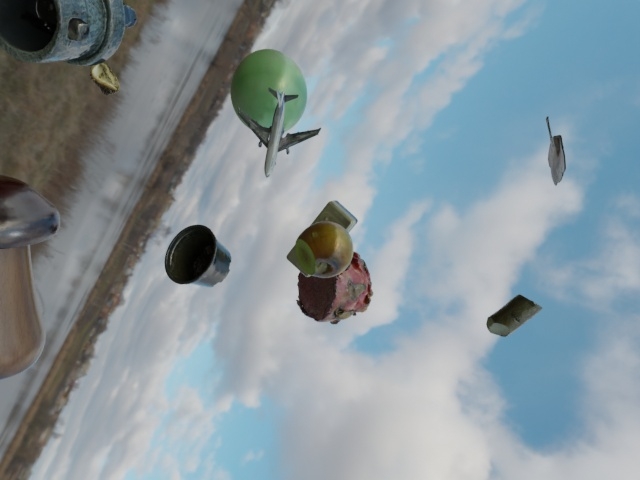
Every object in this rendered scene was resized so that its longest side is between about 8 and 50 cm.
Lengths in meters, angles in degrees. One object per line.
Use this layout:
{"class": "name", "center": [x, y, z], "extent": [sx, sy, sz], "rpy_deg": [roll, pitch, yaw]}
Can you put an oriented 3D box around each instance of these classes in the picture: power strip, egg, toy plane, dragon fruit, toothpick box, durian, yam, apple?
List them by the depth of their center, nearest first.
{"class": "toothpick box", "center": [-0.496, 0.050, 0.751], "extent": [0.192, 0.192, 0.294], "rpy_deg": [-132, -131, -68]}
{"class": "toy plane", "center": [-0.112, -0.268, 1.268], "extent": [0.058, 0.226, 0.226], "rpy_deg": [-52, 156, -61]}
{"class": "yam", "center": [0.489, 0.194, 1.288], "extent": [0.146, 0.070, 0.069], "rpy_deg": [-45, -155, 21]}
{"class": "apple", "center": [0.011, 0.027, 1.407], "extent": [0.147, 0.163, 0.146], "rpy_deg": [-104, -179, -47]}
{"class": "egg", "center": [-0.149, -0.429, 1.456], "extent": [0.220, 0.220, 0.269], "rpy_deg": [-48, -139, 36]}
{"class": "durian", "center": [-0.640, -0.476, 1.501], "extent": [0.066, 0.130, 0.052], "rpy_deg": [-36, 165, -9]}
{"class": "power strip", "center": [0.000, 0.000, 1.598], "extent": [0.256, 0.105, 0.070], "rpy_deg": [-52, 168, 20]}
{"class": "dragon fruit", "center": [0.094, 0.184, 1.992], "extent": [0.314, 0.263, 0.296], "rpy_deg": [0, -93, 56]}

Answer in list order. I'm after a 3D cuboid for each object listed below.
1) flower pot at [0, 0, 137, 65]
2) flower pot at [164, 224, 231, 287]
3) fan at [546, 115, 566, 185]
{"class": "flower pot", "center": [-0.639, -0.593, 1.272], "extent": [0.299, 0.299, 0.283], "rpy_deg": [-53, 180, 27]}
{"class": "flower pot", "center": [-0.301, 0.049, 1.282], "extent": [0.157, 0.107, 0.157], "rpy_deg": [-10, -114, 23]}
{"class": "fan", "center": [0.689, -0.274, 1.490], "extent": [0.132, 0.009, 0.220], "rpy_deg": [71, 16, -68]}
